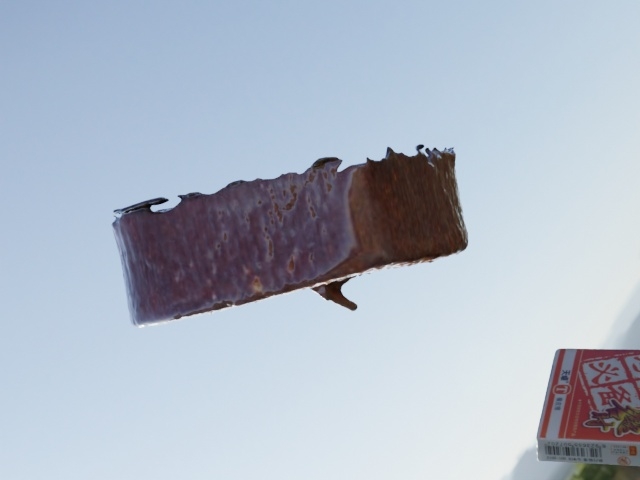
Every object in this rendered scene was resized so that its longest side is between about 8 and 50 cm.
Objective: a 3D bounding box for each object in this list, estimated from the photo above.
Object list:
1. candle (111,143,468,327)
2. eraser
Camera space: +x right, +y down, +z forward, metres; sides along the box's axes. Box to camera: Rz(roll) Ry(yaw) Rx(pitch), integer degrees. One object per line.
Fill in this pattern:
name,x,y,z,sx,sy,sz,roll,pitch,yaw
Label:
candle,0.000,0.000,0.972,0.317,0.131,0.287,-13,-1,-22
eraser,0.343,0.167,1.169,0.157,0.230,0.038,-58,-37,-55
